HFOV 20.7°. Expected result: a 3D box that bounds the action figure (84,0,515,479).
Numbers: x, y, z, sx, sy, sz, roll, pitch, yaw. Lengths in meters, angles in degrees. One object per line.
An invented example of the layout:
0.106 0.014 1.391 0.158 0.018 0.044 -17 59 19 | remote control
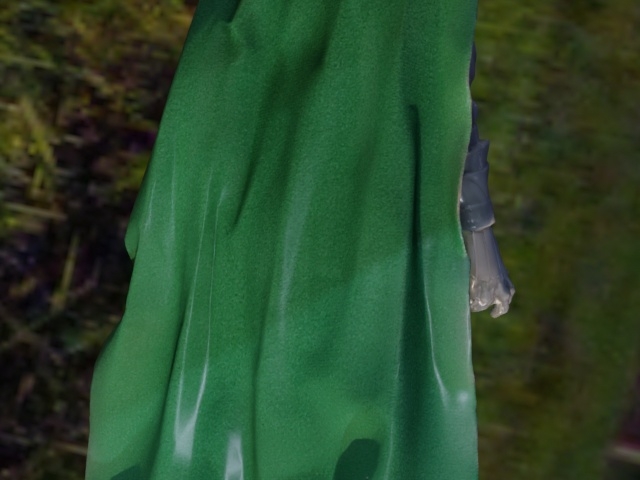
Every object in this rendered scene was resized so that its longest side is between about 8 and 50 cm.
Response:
0.000 0.000 0.442 0.063 0.137 0.232 18 77 -59 | action figure
